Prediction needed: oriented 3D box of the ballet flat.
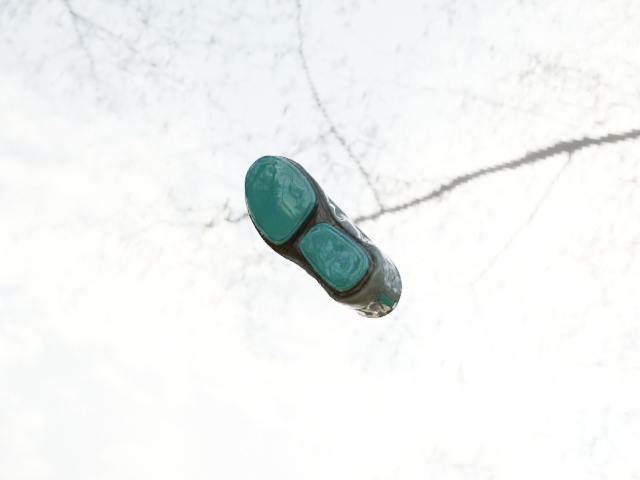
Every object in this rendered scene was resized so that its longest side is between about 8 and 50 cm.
[{"bbox_3d":[0.000,0.000,1.182,0.068,0.072,0.213,38,7,-44],"label":"ballet flat"}]
